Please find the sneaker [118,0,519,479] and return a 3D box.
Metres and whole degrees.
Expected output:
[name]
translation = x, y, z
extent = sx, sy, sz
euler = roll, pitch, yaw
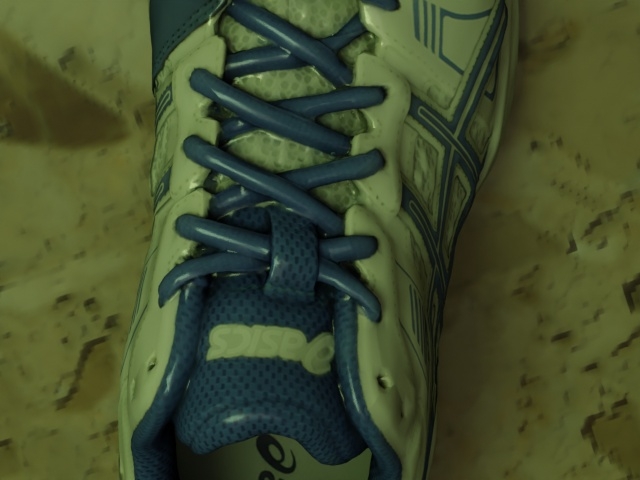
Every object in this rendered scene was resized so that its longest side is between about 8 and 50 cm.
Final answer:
[sneaker]
translation = 0.000, 0.000, 0.440
extent = 0.112, 0.131, 0.296
euler = 2, 107, 2
